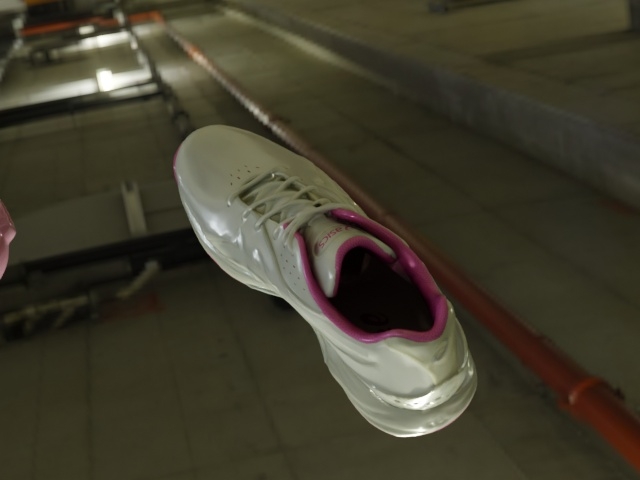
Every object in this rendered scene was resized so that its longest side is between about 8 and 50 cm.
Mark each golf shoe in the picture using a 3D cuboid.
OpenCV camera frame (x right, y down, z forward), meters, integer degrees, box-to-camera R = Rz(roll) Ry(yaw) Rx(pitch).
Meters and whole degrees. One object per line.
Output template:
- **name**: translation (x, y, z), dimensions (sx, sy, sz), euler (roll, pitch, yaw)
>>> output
- **golf shoe**: translation (0.000, 0.000, 0.902), dimensions (0.115, 0.140, 0.306), euler (-39, -115, -17)

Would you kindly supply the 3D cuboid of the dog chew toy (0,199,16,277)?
- **dog chew toy**: translation (-0.473, 0.045, 1.273), dimensions (0.332, 0.206, 0.206), euler (-25, -162, -9)
